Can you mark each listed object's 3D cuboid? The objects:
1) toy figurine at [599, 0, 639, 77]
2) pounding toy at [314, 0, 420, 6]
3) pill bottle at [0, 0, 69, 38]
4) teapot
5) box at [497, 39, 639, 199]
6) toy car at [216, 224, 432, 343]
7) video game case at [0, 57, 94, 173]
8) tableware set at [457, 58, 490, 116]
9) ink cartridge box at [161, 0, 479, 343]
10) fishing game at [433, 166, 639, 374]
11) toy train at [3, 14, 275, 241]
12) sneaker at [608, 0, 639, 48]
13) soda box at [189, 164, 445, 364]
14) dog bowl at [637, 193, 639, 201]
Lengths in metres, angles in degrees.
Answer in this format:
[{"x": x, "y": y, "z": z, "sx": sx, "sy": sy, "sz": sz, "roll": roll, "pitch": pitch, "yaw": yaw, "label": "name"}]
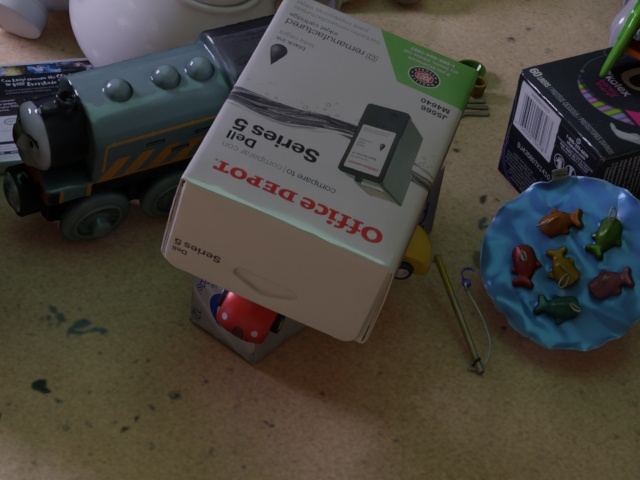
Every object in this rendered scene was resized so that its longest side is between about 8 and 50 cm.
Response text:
[{"x": 0.393, "y": -0.195, "z": 1.605, "sx": 0.159, "sy": 0.130, "sz": 0.173, "roll": 29, "pitch": 19, "yaw": 4, "label": "toy figurine"}, {"x": 0.022, "y": -0.390, "z": 1.933, "sx": 0.236, "sy": 0.183, "sz": 0.110, "roll": 3, "pitch": 17, "yaw": -5, "label": "pounding toy"}, {"x": -0.314, "y": -0.373, "z": 1.807, "sx": 0.146, "sy": 0.146, "sz": 0.264, "roll": 21, "pitch": 76, "yaw": 14, "label": "pill bottle"}, {"x": -0.143, "y": -0.281, "z": 1.709, "sx": 0.252, "sy": 0.187, "sz": 0.256, "roll": 45, "pitch": 47, "yaw": 5, "label": "teapot"}, {"x": 0.356, "y": -0.115, "z": 1.677, "sx": 0.270, "sy": 0.143, "sz": 0.165, "roll": -16, "pitch": 48, "yaw": -24, "label": "box"}, {"x": -0.031, "y": -0.031, "z": 1.446, "sx": 0.239, "sy": 0.053, "sz": 0.225, "roll": -20, "pitch": 61, "yaw": -30, "label": "toy car"}, {"x": -0.302, "y": -0.140, "z": 1.702, "sx": 0.190, "sy": 0.022, "sz": 0.173, "roll": -6, "pitch": 45, "yaw": -13, "label": "video game case"}, {"x": 0.124, "y": -0.186, "z": 1.808, "sx": 0.154, "sy": 0.024, "sz": 0.104, "roll": 0, "pitch": 43, "yaw": -7, "label": "tableware set"}, {"x": 0.004, "y": -0.070, "z": 1.376, "sx": 0.198, "sy": 0.115, "sz": 0.273, "roll": 23, "pitch": 49, "yaw": 2, "label": "ink cartridge box"}, {"x": 0.247, "y": 0.015, "z": 1.503, "sx": 0.264, "sy": 0.041, "sz": 0.189, "roll": -18, "pitch": 65, "yaw": 7, "label": "fishing game"}, {"x": -0.160, "y": -0.117, "z": 1.559, "sx": 0.334, "sy": 0.190, "sz": 0.142, "roll": -16, "pitch": 61, "yaw": -23, "label": "toy train"}, {"x": 0.408, "y": -0.329, "z": 1.924, "sx": 0.210, "sy": 0.137, "sz": 0.366, "roll": 31, "pitch": 43, "yaw": 24, "label": "sneaker"}, {"x": 0.000, "y": 0.000, "z": 1.538, "sx": 0.091, "sy": 0.098, "sz": 0.286, "roll": 34, "pitch": 49, "yaw": 26, "label": "soda box"}, {"x": 0.473, "y": 0.000, "z": 1.567, "sx": 0.297, "sy": 0.166, "sz": 0.074, "roll": 7, "pitch": 55, "yaw": -1, "label": "dog bowl"}]
